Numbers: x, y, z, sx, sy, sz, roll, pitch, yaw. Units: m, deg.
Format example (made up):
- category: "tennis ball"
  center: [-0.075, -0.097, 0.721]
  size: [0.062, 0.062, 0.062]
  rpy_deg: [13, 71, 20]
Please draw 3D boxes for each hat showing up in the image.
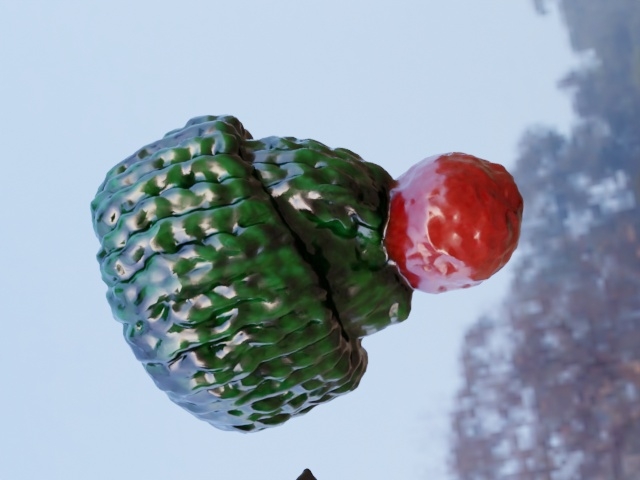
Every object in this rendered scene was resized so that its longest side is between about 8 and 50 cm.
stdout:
- category: "hat"
  center: [0.000, 0.000, 1.443]
  size: [0.274, 0.332, 0.242]
  rpy_deg: [57, -168, -62]

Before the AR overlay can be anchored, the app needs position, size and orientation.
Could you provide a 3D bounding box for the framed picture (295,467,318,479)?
- category: "framed picture"
  center: [-0.047, 0.370, 1.320]
  size: [0.324, 0.013, 0.244]
  rpy_deg: [-46, -68, -26]
